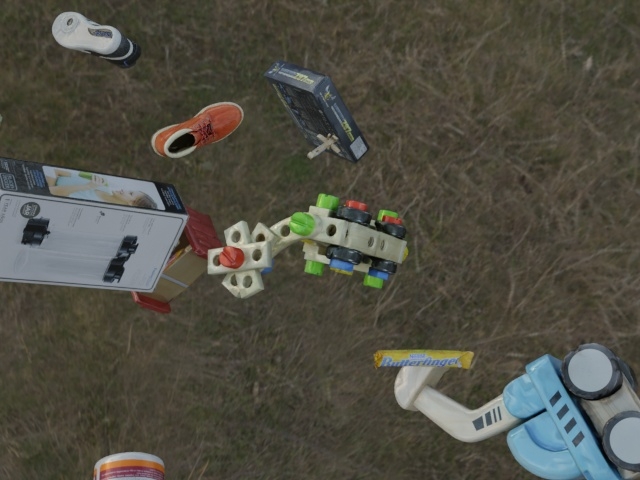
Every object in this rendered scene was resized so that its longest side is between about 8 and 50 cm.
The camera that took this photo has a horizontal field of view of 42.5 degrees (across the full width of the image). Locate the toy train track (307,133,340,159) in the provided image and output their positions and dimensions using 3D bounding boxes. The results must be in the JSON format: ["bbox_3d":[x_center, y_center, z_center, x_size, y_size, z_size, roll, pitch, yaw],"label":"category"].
[{"bbox_3d":[0.006,-0.163,1.410,0.048,0.014,0.083,39,47,10],"label":"toy train track"}]

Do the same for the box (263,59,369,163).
[{"bbox_3d":[-0.007,-0.289,1.853,0.059,0.232,0.183,-48,44,-14],"label":"box"}]

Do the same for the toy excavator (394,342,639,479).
[{"bbox_3d":[0.410,0.353,1.649,0.445,0.222,0.433,-34,62,16],"label":"toy excavator"}]

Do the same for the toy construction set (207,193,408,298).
[{"bbox_3d":[0.000,0.000,1.186,0.215,0.151,0.328,12,12,35],"label":"toy construction set"}]

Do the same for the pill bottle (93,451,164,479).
[{"bbox_3d":[-0.323,0.480,1.381,0.121,0.121,0.221,1,56,-13],"label":"pill bottle"}]

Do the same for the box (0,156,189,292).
[{"bbox_3d":[-0.369,-0.017,1.256,0.290,0.169,0.087,7,35,-35],"label":"box"}]

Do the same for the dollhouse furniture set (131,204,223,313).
[{"bbox_3d":[-0.388,-0.001,1.711,0.201,0.374,0.152,-38,55,15],"label":"dollhouse furniture set"}]

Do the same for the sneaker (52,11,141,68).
[{"bbox_3d":[-0.479,-0.423,1.788,0.217,0.121,0.079,26,88,33],"label":"sneaker"}]

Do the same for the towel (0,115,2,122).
[{"bbox_3d":[-0.587,-0.198,1.310,0.110,0.148,0.027,50,33,-29],"label":"towel"}]

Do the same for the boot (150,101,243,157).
[{"bbox_3d":[-0.187,-0.172,1.310,0.158,0.084,0.059,-28,110,-14],"label":"boot"}]

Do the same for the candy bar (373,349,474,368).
[{"bbox_3d":[0.164,0.191,1.324,0.162,0.040,0.018,1,42,-5],"label":"candy bar"}]
